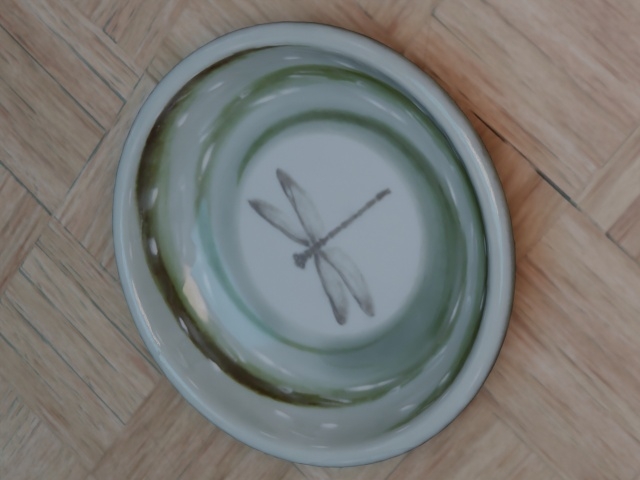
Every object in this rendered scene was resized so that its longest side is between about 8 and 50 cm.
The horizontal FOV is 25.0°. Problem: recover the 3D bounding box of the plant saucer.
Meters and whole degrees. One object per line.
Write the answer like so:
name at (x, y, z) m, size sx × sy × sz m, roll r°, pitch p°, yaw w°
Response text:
plant saucer at (0.000, 0.000, 1.304) m, size 0.400 × 0.100 × 0.400 m, roll 8°, pitch 106°, yaw 27°
